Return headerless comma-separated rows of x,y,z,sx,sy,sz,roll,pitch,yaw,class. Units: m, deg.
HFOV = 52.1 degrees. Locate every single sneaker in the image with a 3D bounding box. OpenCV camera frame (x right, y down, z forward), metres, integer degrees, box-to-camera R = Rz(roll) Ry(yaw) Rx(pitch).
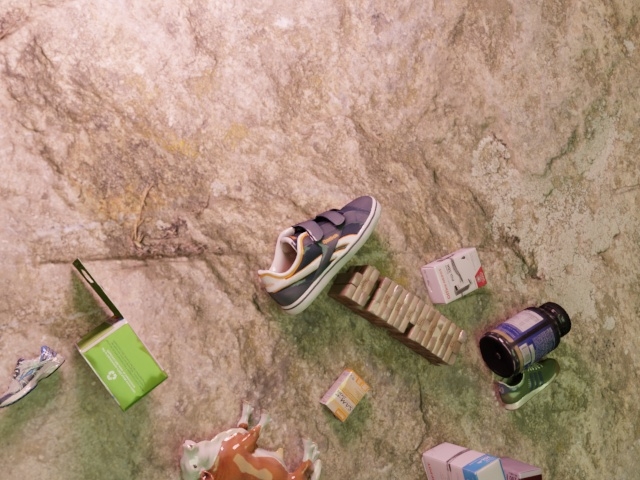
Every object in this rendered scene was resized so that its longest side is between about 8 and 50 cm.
-0.533,0.244,1.181,0.058,0.052,0.135,49,61,-4,sneaker
0.000,0.000,1.401,0.127,0.126,0.321,47,71,-21,sneaker
0.522,0.338,1.650,0.192,0.064,0.086,-34,105,-20,sneaker

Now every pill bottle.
0.513,0.239,1.623,0.219,0.123,0.123,-25,96,-24,pill bottle

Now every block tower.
0.184,0.172,1.492,0.335,0.097,0.091,34,74,-20,block tower

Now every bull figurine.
-0.133,0.444,1.318,0.310,0.101,0.188,37,70,-18,bull figurine

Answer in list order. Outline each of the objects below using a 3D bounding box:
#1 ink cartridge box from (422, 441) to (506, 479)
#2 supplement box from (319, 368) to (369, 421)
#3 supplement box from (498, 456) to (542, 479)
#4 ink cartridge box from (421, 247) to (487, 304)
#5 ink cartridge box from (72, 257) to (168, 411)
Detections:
0.331,0.549,1.477,0.082,0.190,0.139,-19,95,-26,ink cartridge box
0.054,0.342,1.448,0.062,0.036,0.098,47,70,-14,supplement box
0.467,0.656,1.566,0.073,0.130,0.239,-2,86,-25,supplement box
0.324,0.086,1.583,0.135,0.056,0.099,-23,97,-25,ink cartridge box
-0.397,0.163,1.169,0.097,0.189,0.255,-38,100,-21,ink cartridge box
